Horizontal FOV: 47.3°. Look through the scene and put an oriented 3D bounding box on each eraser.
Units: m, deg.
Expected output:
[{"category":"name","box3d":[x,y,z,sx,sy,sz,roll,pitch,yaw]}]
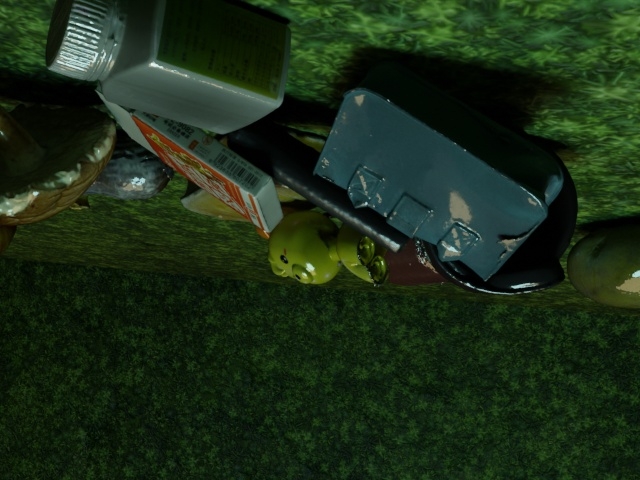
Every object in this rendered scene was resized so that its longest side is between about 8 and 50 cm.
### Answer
[{"category":"eraser","box3d":[-0.151,-0.102,0.881,0.230,0.038,0.157,35,170,9]}]

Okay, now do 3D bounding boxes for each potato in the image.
[{"category":"potato","box3d":[0.536,0.047,1.286,0.174,0.159,0.251,36,169,-20]}]

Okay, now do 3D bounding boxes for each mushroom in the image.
[{"category":"mushroom","box3d":[-0.375,-0.129,0.831,0.233,0.208,0.301,-22,162,2]}]

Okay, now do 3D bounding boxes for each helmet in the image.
[{"category":"helmet","box3d":[0.213,-0.032,0.893,0.216,0.189,0.193,-21,-171,-22]}]

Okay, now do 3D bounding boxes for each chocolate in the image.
[{"category":"chocolate","box3d":[-0.340,-0.114,1.086,0.248,0.110,0.110,7,171,-7]}]

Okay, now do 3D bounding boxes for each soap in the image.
[{"category":"soap","box3d":[-0.088,-0.092,1.084,0.174,0.089,0.274,10,168,-25]}]

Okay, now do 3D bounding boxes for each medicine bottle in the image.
[{"category":"medicine bottle","box3d":[-0.138,-0.167,0.655,0.189,0.088,0.132,13,169,-32]}]

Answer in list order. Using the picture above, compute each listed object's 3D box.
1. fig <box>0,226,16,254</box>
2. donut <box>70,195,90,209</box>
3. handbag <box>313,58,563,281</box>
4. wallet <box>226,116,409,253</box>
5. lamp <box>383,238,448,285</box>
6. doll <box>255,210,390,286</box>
[{"category":"fig","box3d":[-0.668,-0.040,1.428,0.321,0.216,0.217,-2,168,40]},{"category":"donut","box3d":[-0.517,-0.108,1.338,0.181,0.078,0.146,8,172,34]},{"category":"handbag","box3d":[0.114,-0.065,0.756,0.229,0.062,0.179,32,146,5]},{"category":"wallet","box3d":[0.002,-0.078,0.879,0.250,0.044,0.149,32,-163,-3]},{"category":"lamp","box3d":[0.168,-0.022,1.108,0.180,0.180,0.258,12,166,-31]},{"category":"doll","box3d":[0.000,0.000,1.034,0.221,0.135,0.143,2,142,39]}]
